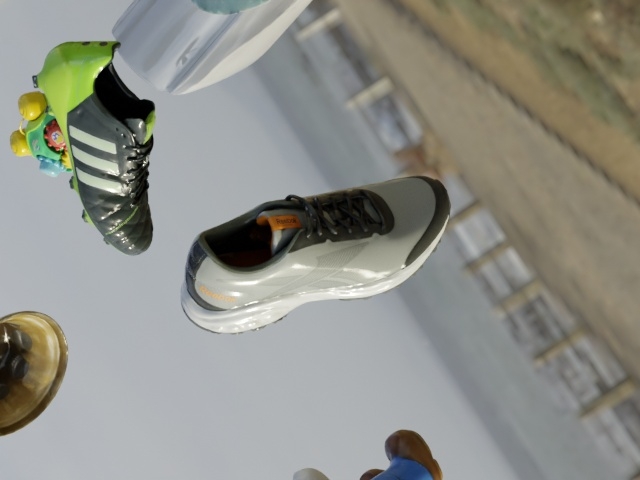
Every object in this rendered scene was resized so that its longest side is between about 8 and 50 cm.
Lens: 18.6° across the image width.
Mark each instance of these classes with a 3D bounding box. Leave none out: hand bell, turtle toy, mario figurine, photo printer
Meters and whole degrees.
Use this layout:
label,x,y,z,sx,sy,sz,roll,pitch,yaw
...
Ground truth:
label,x,y,z,sx,sy,sz,roll,pitch,yaw
hand bell,-0.362,0.079,1.855,0.242,0.126,0.126,28,162,39
turtle toy,-0.216,-0.104,1.727,0.066,0.095,0.130,59,147,27
mario figurine,-0.012,0.309,2.187,0.170,0.320,0.198,12,117,36
photo printer,-0.043,-0.291,1.911,0.107,0.307,0.256,45,-157,4

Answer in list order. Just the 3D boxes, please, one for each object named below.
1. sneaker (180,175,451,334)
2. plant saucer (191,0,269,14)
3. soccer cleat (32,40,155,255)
label,x,y,z,sx,sy,sz,roll,pitch,yaw
sneaker,0.000,0.000,1.806,0.100,0.271,0.108,58,160,33
plant saucer,-0.046,-0.268,1.548,0.037,0.195,0.195,41,-169,-38
soccer cleat,-0.148,-0.064,1.422,0.060,0.072,0.179,-67,-35,-52
